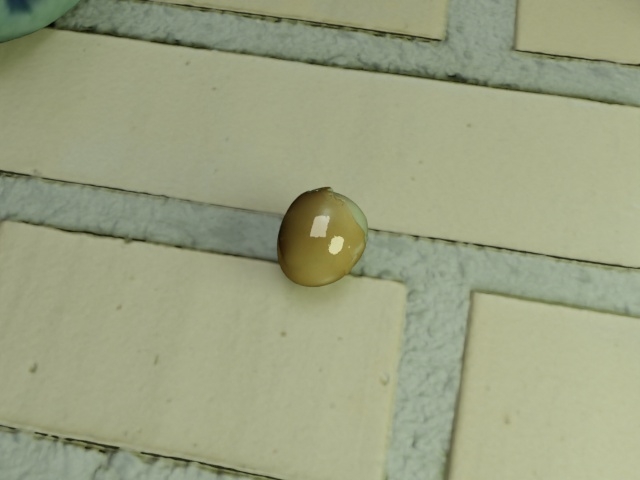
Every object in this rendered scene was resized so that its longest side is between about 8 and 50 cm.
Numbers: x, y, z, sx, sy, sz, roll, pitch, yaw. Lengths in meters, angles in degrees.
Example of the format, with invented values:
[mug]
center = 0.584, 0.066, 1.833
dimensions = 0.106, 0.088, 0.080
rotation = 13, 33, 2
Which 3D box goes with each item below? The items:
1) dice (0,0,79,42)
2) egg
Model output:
[dice]
center = -0.344, -0.358, 0.801
dimensions = 0.268, 0.265, 0.262
rotation = 27, 63, 16
[egg]
center = 0.000, 0.000, 0.700
dimensions = 0.071, 0.071, 0.083
rotation = 21, 65, 12
